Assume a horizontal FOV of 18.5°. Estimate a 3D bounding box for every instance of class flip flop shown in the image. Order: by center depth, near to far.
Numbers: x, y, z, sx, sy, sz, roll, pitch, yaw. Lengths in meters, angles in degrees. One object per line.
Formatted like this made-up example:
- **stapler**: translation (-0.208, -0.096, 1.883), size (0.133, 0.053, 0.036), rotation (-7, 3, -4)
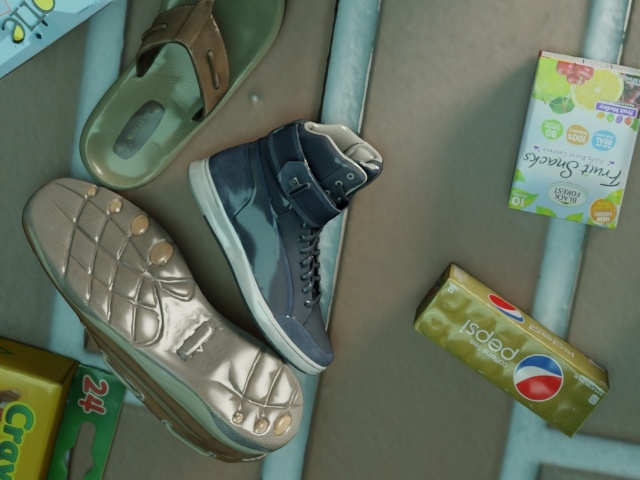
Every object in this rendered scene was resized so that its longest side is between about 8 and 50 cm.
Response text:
- **flip flop**: translation (-0.126, -0.157, 1.749), size (0.112, 0.080, 0.277), rotation (37, 106, -4)

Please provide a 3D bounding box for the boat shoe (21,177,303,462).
- **boat shoe**: translation (-0.161, 0.085, 1.795), size (0.324, 0.123, 0.116), rotation (48, 143, 4)

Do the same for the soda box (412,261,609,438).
- **soda box**: translation (0.174, 0.100, 1.795), size (0.181, 0.058, 0.061), rotation (35, 106, -3)

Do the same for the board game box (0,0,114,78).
- **board game box**: translation (-0.296, -0.295, 1.701), size (0.144, 0.142, 0.275), rotation (-32, 99, 13)

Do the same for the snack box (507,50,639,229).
- **snack box**: translation (0.229, -0.090, 1.749), size (0.100, 0.037, 0.141), rotation (12, 106, 4)

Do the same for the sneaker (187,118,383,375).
- **sneaker**: translation (-0.001, 0.000, 1.774), size (0.163, 0.086, 0.226), rotation (-25, 100, 15)

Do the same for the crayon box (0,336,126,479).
- **crayon box**: translation (-0.362, 0.182, 1.867), size (0.318, 0.081, 0.202), rotation (16, 105, 2)
